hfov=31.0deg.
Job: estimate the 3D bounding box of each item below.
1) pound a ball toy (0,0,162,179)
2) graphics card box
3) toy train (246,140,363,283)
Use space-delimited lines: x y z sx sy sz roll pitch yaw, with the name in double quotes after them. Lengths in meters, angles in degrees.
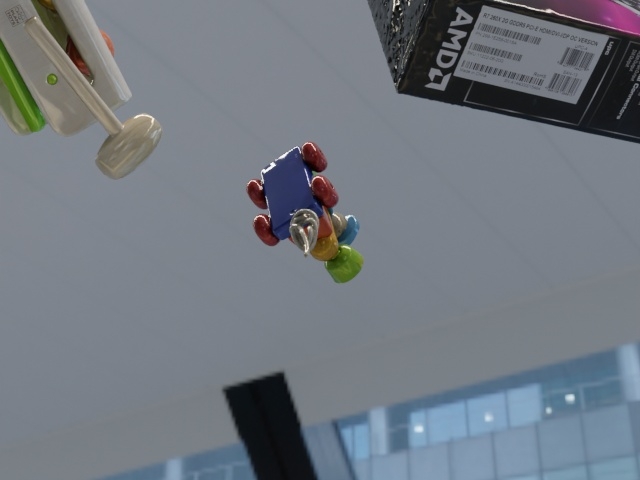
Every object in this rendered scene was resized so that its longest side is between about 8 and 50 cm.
-0.282 -0.232 1.218 0.208 0.136 0.319 7 -51 52 "pound a ball toy"
0.223 -0.174 0.913 0.371 0.232 0.094 9 -53 -14 "graphics card box"
0.000 0.000 1.376 0.105 0.248 0.143 -34 -59 12 "toy train"
